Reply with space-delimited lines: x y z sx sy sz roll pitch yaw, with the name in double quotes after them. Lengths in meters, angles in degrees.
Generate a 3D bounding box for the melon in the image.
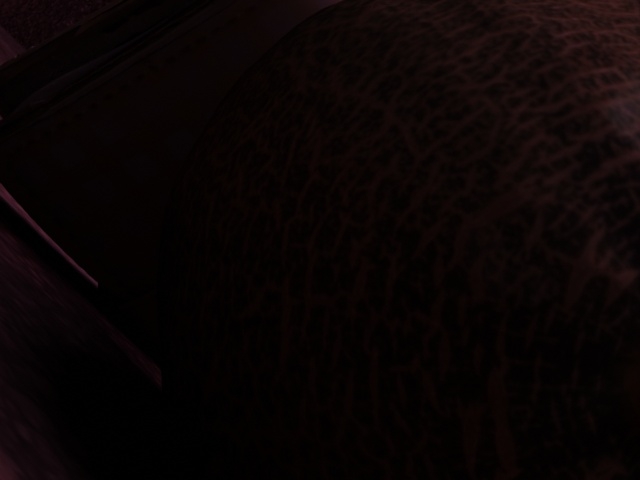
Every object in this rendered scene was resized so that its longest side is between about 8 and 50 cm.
0.061 0.028 0.510 0.248 0.248 0.329 47 -3 -10 "melon"

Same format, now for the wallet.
0.000 0.000 0.723 0.309 0.223 0.077 51 21 -30 "wallet"
